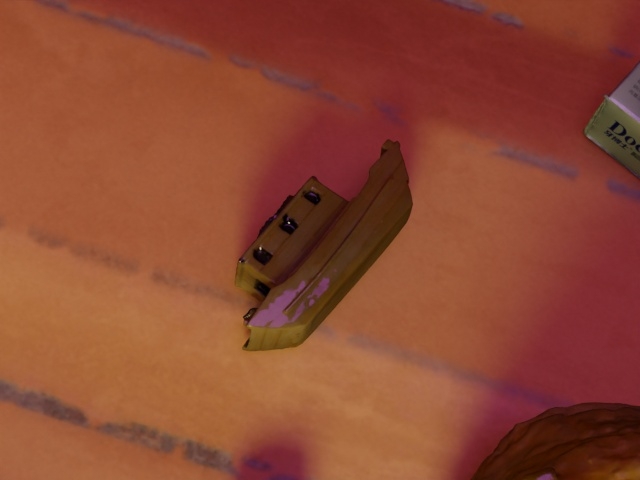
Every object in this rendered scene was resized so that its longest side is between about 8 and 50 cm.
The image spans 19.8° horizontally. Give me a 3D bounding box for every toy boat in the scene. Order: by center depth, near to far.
[{"bbox_3d":[0.000,0.000,1.359,0.077,0.057,0.200,35,63,13],"label":"toy boat"}]

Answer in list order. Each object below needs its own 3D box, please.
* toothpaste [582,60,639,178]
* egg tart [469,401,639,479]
[{"bbox_3d":[0.357,-0.029,1.438,0.313,0.071,0.089,40,66,8],"label":"toothpaste"},{"bbox_3d":[0.207,0.244,1.182,0.339,0.153,0.352,-5,53,12],"label":"egg tart"}]
